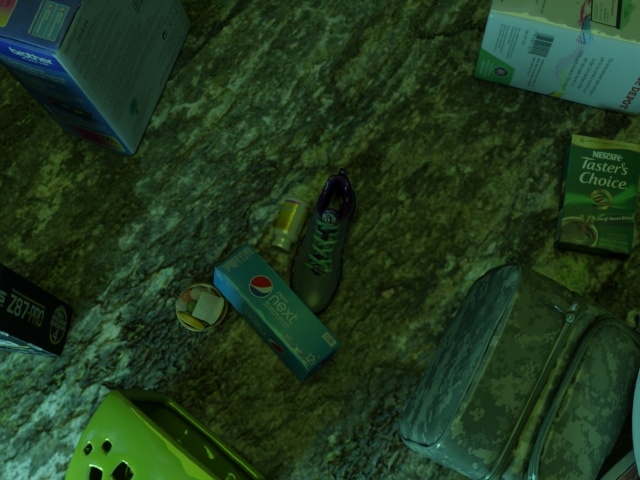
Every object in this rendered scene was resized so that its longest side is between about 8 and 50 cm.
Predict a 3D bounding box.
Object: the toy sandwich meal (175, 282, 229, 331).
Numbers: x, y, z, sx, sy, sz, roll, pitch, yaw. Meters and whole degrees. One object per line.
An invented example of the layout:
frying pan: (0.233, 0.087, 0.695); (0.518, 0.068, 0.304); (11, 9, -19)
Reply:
toy sandwich meal: (-0.186, 0.103, 1.258); (0.085, 0.029, 0.086); (-1, 73, 4)

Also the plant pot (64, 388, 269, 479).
plant pot: (-0.227, 0.349, 1.093); (0.228, 0.227, 0.207); (38, 85, 13)

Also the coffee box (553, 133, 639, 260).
coffee box: (0.432, -0.069, 1.260); (0.113, 0.040, 0.184); (11, 75, 7)

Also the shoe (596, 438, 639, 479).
shoe: (0.419, 0.358, 1.127); (0.081, 0.063, 0.178); (43, 86, 13)

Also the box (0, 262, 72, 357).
box: (-0.600, 0.077, 1.145); (0.394, 0.318, 0.097); (7, 75, 7)

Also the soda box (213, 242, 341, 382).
soda box: (-0.069, 0.108, 1.216); (0.067, 0.071, 0.210); (-38, 77, -23)

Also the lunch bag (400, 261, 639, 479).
lunch bag: (0.295, 0.208, 1.111); (0.256, 0.212, 0.305); (30, 78, -5)

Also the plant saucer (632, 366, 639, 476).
plant saucer: (0.522, 0.215, 1.075); (0.400, 0.100, 0.401); (-2, 94, -32)

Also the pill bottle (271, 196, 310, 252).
pill bottle: (-0.049, -0.024, 1.279); (0.043, 0.043, 0.083); (19, 75, 9)

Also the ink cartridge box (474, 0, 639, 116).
ink cartridge box: (0.395, -0.313, 1.251); (0.278, 0.201, 0.117); (15, 75, 8)

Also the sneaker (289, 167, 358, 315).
sneaker: (0.000, 0.000, 1.240); (0.083, 0.098, 0.224); (11, 74, 7)

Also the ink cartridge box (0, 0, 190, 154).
ink cartridge box: (-0.348, -0.340, 1.209); (0.151, 0.395, 0.270); (18, 75, 9)
